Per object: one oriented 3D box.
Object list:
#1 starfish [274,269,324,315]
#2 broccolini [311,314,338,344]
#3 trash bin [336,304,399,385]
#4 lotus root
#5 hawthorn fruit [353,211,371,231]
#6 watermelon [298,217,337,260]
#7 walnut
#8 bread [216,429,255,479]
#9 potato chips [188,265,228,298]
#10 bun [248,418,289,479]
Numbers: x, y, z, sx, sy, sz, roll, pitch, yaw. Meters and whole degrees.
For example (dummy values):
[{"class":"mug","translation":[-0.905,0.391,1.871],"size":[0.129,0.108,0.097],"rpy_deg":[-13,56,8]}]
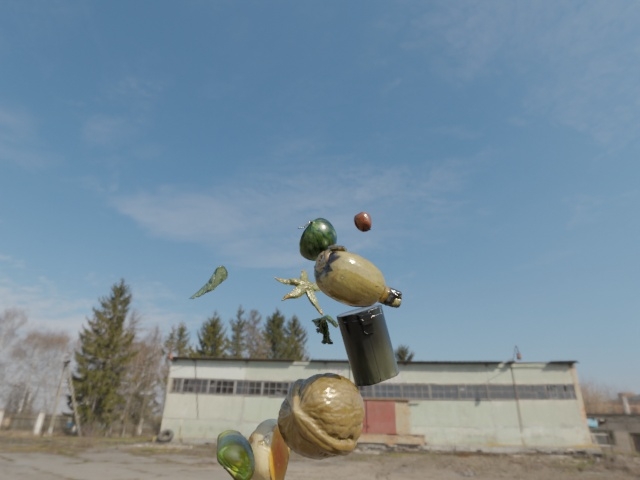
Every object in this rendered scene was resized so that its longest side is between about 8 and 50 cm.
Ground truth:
[{"class":"starfish","translation":[-0.101,0.256,2.378],"size":[0.347,0.357,0.078],"rpy_deg":[18,-57,-22]},{"class":"broccolini","translation":[0.028,0.351,1.621],"size":[0.062,0.123,0.271],"rpy_deg":[-36,-3,-19]},{"class":"trash bin","translation":[0.201,0.442,1.775],"size":[0.203,0.301,0.252],"rpy_deg":[-14,-5,-9]},{"class":"lotus root","translation":[0.124,0.136,1.356],"size":[0.310,0.182,0.183],"rpy_deg":[26,-31,-15]},{"class":"hawthorn fruit","translation":[0.194,-0.078,1.882],"size":[0.081,0.093,0.081],"rpy_deg":[-13,-27,-7]},{"class":"watermelon","translation":[0.002,0.005,1.976],"size":[0.127,0.204,0.232],"rpy_deg":[33,-40,34]},{"class":"walnut","translation":[0.004,0.614,1.475],"size":[0.333,0.332,0.333],"rpy_deg":[1,-24,1]},{"class":"bread","translation":[-0.329,0.835,1.656],"size":[0.166,0.112,0.383],"rpy_deg":[47,-20,3]},{"class":"potato chips","translation":[-0.505,0.198,1.932],"size":[0.059,0.167,0.228],"rpy_deg":[37,12,2]},{"class":"bun","translation":[-0.265,0.991,1.958],"size":[0.165,0.298,0.299],"rpy_deg":[-7,-25,13]}]
